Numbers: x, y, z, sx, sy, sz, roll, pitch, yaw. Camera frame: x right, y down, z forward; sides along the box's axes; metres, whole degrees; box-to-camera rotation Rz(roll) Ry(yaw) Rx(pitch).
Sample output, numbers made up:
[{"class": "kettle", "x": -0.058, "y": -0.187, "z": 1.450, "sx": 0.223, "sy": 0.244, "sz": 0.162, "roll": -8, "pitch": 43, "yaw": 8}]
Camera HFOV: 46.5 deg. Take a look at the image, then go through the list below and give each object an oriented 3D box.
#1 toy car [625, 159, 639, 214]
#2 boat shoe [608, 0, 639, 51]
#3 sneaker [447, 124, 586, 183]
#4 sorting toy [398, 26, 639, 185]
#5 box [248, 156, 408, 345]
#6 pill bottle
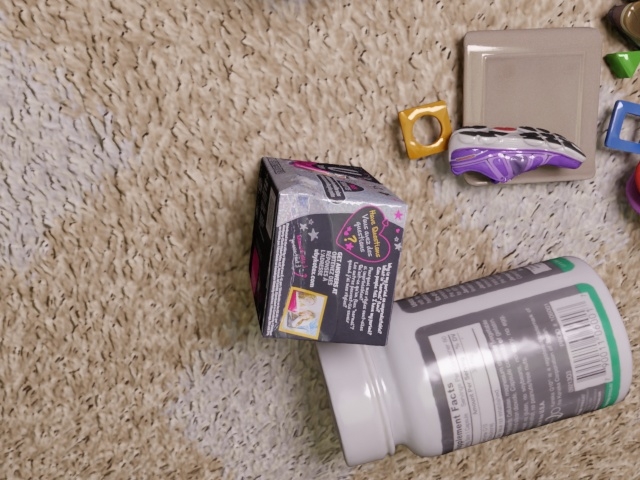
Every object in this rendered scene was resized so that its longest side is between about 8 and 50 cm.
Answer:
[{"class": "toy car", "x": 0.470, "y": -0.065, "z": 0.964, "sx": 0.136, "sy": 0.182, "sz": 0.159, "roll": 9, "pitch": 74, "yaw": 16}, {"class": "boat shoe", "x": 0.432, "y": -0.267, "z": 0.962, "sx": 0.152, "sy": 0.049, "sz": 0.056, "roll": 25, "pitch": 104, "yaw": -32}, {"class": "sneaker", "x": 0.242, "y": -0.103, "z": 0.930, "sx": 0.170, "sy": 0.068, "sz": 0.071, "roll": 4, "pitch": 115, "yaw": 1}, {"class": "sorting toy", "x": 0.268, "y": -0.174, "z": 0.967, "sx": 0.348, "sy": 0.047, "sz": 0.196, "roll": -4, "pitch": 101, "yaw": -7}, {"class": "box", "x": 0.000, "y": 0.000, "z": 0.869, "sx": 0.142, "sy": 0.247, "sz": 0.163, "roll": 5, "pitch": 104, "yaw": -11}, {"class": "pill bottle", "x": 0.185, "y": 0.158, "z": 0.957, "sx": 0.361, "sy": 0.204, "sz": 0.204, "roll": -14, "pitch": 106, "yaw": -3}]
